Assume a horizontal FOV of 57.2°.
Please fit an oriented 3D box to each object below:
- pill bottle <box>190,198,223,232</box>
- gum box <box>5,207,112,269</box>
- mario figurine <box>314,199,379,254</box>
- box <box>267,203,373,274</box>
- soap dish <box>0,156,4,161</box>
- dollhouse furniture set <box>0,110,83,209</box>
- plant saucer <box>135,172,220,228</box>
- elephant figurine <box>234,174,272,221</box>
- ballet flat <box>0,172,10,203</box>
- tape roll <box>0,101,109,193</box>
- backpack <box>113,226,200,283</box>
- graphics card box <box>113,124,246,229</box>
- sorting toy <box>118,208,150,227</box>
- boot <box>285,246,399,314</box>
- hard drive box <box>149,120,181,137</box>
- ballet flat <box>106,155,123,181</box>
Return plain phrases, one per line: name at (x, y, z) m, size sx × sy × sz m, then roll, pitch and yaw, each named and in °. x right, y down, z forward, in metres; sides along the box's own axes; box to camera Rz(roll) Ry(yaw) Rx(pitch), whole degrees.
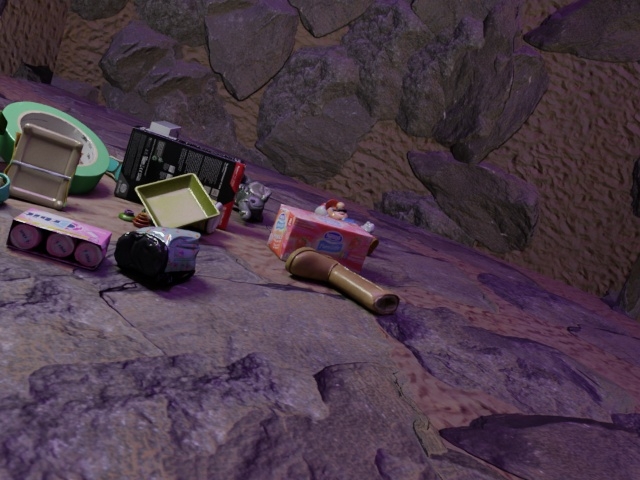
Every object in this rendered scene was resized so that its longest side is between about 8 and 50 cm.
pill bottle at (-0.404, -0.099, 1.818) m, size 0.184 × 0.103 × 0.103 m, roll 21°, pitch 12°, yaw 3°
gum box at (-0.544, -0.002, 1.245) m, size 0.188 × 0.062 × 0.107 m, roll 18°, pitch 12°, yaw -12°
mario figurine at (0.104, -0.081, 2.402) m, size 0.320 × 0.170 × 0.198 m, roll 42°, pitch -11°, yaw 43°
box at (0.000, 0.000, 1.925) m, size 0.300 × 0.154 × 0.142 m, roll 15°, pitch 13°, yaw -29°
soap dish at (-0.997, -0.327, 1.835) m, size 0.229 × 0.118 × 0.291 m, roll 27°, pitch 13°, yaw 31°
dollhouse furniture set at (-0.798, -0.213, 1.538) m, size 0.301 × 0.197 × 0.151 m, roll 19°, pitch -9°, yaw -24°
plant saucer at (-0.419, -0.101, 1.715) m, size 0.188 × 0.045 × 0.188 m, roll -19°, pitch 58°, yaw -29°
elephant figurine at (-0.263, -0.142, 2.216) m, size 0.239 × 0.186 × 0.169 m, roll 41°, pitch -22°, yaw 33°
ballet flat at (-0.785, -0.118, 1.311) m, size 0.083 × 0.087 × 0.247 m, roll 21°, pitch 12°, yaw 1°
tape roll at (-0.795, -0.278, 1.747) m, size 0.321 × 0.077 × 0.321 m, roll 35°, pitch 25°, yaw -19°
backpack at (-0.348, 0.027, 1.319) m, size 0.152 × 0.115 × 0.182 m, roll 22°, pitch 9°, yaw 23°
graphics card box at (-0.450, -0.202, 1.894) m, size 0.371 × 0.233 × 0.094 m, roll 17°, pitch 13°, yaw -12°
sorting toy at (-0.517, -0.070, 1.652) m, size 0.102 × 0.042 × 0.061 m, roll 25°, pitch 12°, yaw 22°
boot at (0.064, 0.115, 1.672) m, size 0.269 × 0.089 × 0.236 m, roll 31°, pitch 16°, yaw 38°
hard drive box at (-0.723, -0.442, 2.661) m, size 0.089 × 0.181 × 0.232 m, roll 20°, pitch 12°, yaw -5°
ballet flat at (-0.691, -0.240, 2.065) m, size 0.086 × 0.086 × 0.248 m, roll 8°, pitch 16°, yaw -45°
